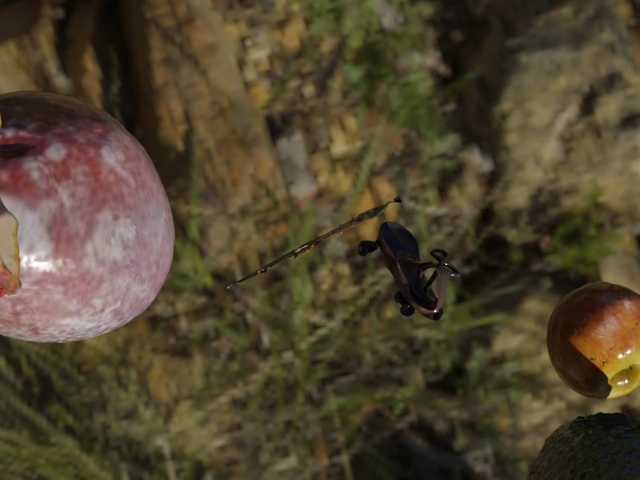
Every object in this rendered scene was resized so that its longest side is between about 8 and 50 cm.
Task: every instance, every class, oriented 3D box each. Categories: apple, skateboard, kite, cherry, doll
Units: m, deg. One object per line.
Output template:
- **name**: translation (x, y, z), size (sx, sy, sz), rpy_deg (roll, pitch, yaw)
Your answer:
- **apple**: translation (0.342, 0.117, 1.986), size (0.146, 0.146, 0.146), rpy_deg (-15, 90, -70)
- **skateboard**: translation (0.113, 0.030, 1.927), size (0.067, 0.080, 0.151), rpy_deg (11, 33, -37)
- **kite**: translation (0.000, 0.000, 1.859), size (0.009, 0.232, 0.189), rpy_deg (62, 22, -2)
- **cherry**: translation (-0.246, -0.019, 1.464), size (0.285, 0.236, 0.213), rpy_deg (-20, 130, -54)
- **doll**: translation (0.352, 0.326, 1.815), size (0.349, 0.247, 0.247), rpy_deg (-91, 164, -84)

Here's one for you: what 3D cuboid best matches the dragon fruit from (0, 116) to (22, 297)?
- **dragon fruit**: translation (-0.337, -0.031, 1.157), size (0.263, 0.296, 0.314), rpy_deg (-49, 145, -70)
